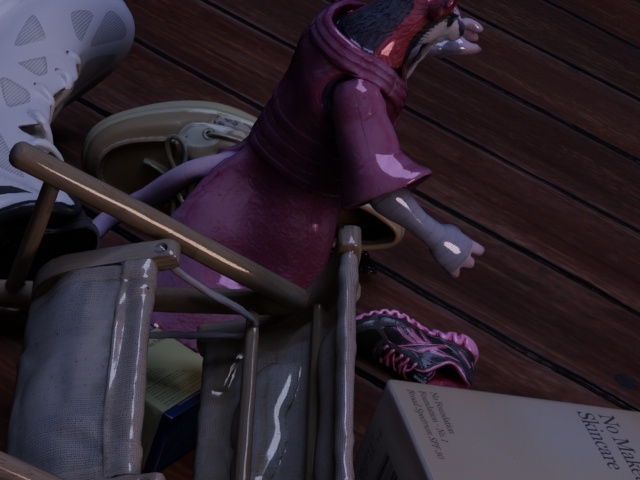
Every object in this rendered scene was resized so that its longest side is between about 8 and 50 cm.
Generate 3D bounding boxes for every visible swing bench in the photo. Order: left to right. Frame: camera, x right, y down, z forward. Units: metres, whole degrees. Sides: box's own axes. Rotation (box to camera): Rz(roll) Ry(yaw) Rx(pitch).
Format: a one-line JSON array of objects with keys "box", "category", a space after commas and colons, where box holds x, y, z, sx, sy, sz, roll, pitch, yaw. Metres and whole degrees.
[{"box": [-0.110, 0.106, 1.261, 0.254, 0.165, 0.253, 15, 47, -13], "category": "swing bench"}]

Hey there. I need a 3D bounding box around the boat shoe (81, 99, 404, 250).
[{"box": [-0.065, -0.050, 1.677, 0.285, 0.105, 0.089, 5, 35, -4], "category": "boat shoe"}]

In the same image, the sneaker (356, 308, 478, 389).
[{"box": [0.074, 0.096, 1.599, 0.119, 0.047, 0.057, 14, 40, -10], "category": "sneaker"}]

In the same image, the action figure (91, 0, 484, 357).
[{"box": [-0.012, -0.083, 1.496, 0.275, 0.370, 0.248, 18, 32, -17], "category": "action figure"}]

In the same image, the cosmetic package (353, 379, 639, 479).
[{"box": [0.189, 0.204, 1.405, 0.309, 0.113, 0.160, 7, 30, -21], "category": "cosmetic package"}]

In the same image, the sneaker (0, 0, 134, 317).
[{"box": [-0.243, -0.061, 1.551, 0.257, 0.169, 0.447, 34, 39, 18], "category": "sneaker"}]

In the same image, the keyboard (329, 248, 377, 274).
[{"box": [0.000, 0.000, 1.735, 0.108, 0.023, 0.180, 17, 29, -7], "category": "keyboard"}]

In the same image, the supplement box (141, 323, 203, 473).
[{"box": [-0.124, 0.114, 1.413, 0.083, 0.056, 0.083, 32, 30, 19], "category": "supplement box"}]
